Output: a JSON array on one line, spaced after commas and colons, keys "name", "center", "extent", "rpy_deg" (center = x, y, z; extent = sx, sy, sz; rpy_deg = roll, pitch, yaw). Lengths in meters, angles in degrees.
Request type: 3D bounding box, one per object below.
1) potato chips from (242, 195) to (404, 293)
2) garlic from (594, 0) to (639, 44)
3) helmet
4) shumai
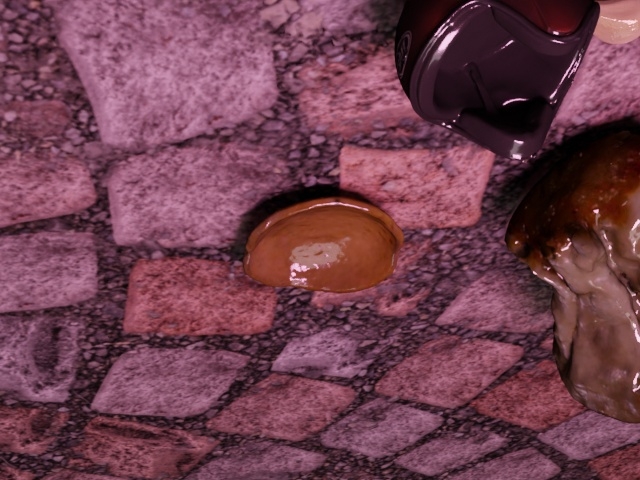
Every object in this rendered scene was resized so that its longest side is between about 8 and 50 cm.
[{"name": "potato chips", "center": [0.001, -0.001, 1.565], "extent": [0.208, 0.062, 0.195], "rpy_deg": [-24, 137, 23]}, {"name": "garlic", "center": [0.327, -0.243, 1.314], "extent": [0.083, 0.041, 0.053], "rpy_deg": [0, 140, 0]}, {"name": "helmet", "center": [0.178, -0.198, 1.205], "extent": [0.216, 0.193, 0.189], "rpy_deg": [-13, 145, -19]}, {"name": "shumai", "center": [0.409, 0.028, 1.502], "extent": [0.397, 0.324, 0.323], "rpy_deg": [-12, 133, 45]}]
